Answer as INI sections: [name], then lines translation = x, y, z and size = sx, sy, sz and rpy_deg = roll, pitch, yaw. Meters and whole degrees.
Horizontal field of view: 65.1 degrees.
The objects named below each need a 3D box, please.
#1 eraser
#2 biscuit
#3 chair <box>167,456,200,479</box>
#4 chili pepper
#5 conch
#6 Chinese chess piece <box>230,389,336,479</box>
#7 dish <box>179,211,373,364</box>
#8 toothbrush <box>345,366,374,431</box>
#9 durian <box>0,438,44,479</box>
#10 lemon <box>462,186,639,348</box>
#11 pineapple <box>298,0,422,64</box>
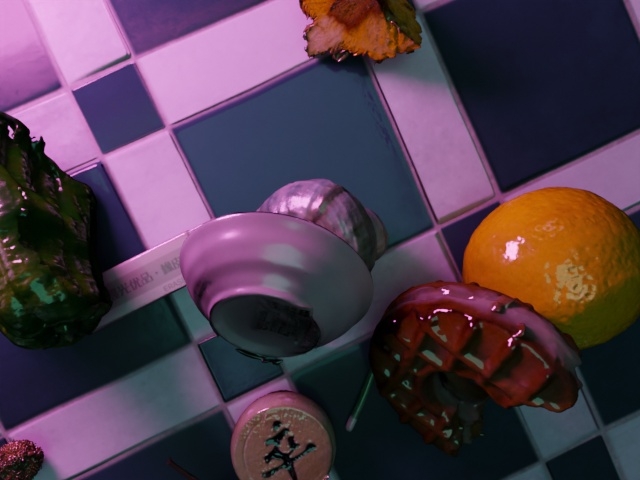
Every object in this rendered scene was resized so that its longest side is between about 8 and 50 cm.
[eraser]
translation = -0.313, 0.071, 0.873
size = 0.351, 0.061, 0.089
rpy_deg = -28, 95, -3
[biscuit]
translation = 0.207, 0.197, 0.792
size = 0.268, 0.366, 0.115
rpy_deg = 36, 49, 12
[chair]
translation = -0.175, 0.524, 0.848
size = 0.326, 0.176, 0.183
rpy_deg = 36, 110, -17
[chili pepper]
translation = -0.455, -0.010, 0.773
size = 0.167, 0.213, 0.385
rpy_deg = -28, 72, 2
[conch]
translation = 0.000, 0.000, 0.843
size = 0.277, 0.195, 0.220
rpy_deg = -8, 132, -25
[Chinese chess piece]
translation = -0.066, 0.367, 0.894
size = 0.188, 0.083, 0.189
rpy_deg = 0, 95, -2
[dish]
translation = -0.078, 0.100, 0.776
size = 0.316, 0.106, 0.317
rpy_deg = 6, 137, 6
[toothbrush]
translation = 0.100, 0.235, 0.931
size = 0.024, 0.018, 0.257
rpy_deg = 23, 90, -11
[durian]
translation = -0.518, 0.382, 0.865
size = 0.091, 0.080, 0.080
rpy_deg = -26, 95, 18
[lemon]
translation = 0.377, 0.048, 0.816
size = 0.292, 0.293, 0.293
rpy_deg = 0, 93, -4
[pineapple]
translation = 0.051, -0.390, 0.867
size = 0.249, 0.164, 0.140
rpy_deg = 27, 52, -9
